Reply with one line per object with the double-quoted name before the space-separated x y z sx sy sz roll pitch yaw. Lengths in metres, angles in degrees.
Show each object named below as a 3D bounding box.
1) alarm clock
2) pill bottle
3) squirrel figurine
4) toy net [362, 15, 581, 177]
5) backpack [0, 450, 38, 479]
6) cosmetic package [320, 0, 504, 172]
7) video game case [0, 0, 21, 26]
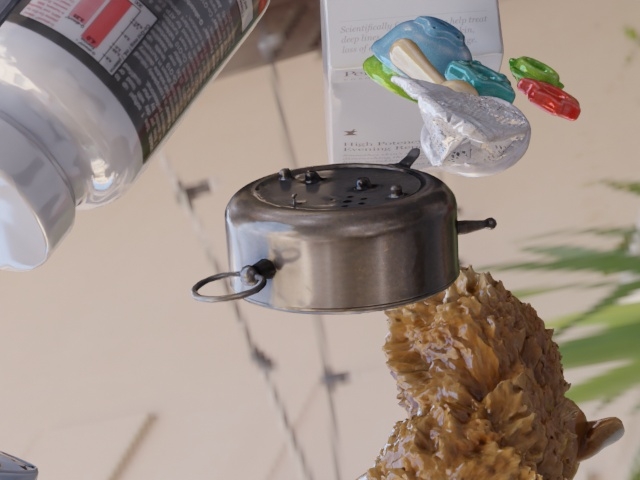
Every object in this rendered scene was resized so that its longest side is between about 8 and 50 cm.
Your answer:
"alarm clock" 0.000 0.000 0.942 0.192 0.129 0.064 -27 -61 -47
"pill bottle" -0.213 -0.159 1.531 0.363 0.210 0.210 -56 -51 -32
"squirrel figurine" 0.149 0.217 1.559 0.370 0.281 0.397 -45 -26 -45
"toy net" 0.086 -0.071 0.959 0.122 0.045 0.232 24 -161 -6
"backpack" -0.390 0.265 1.523 0.276 0.263 0.213 20 -104 -47
"cosmetic package" 0.059 -0.118 1.202 0.231 0.117 0.085 83 -177 -76
"video game case" -0.274 -0.206 1.135 0.274 0.026 0.196 -53 -46 -13
